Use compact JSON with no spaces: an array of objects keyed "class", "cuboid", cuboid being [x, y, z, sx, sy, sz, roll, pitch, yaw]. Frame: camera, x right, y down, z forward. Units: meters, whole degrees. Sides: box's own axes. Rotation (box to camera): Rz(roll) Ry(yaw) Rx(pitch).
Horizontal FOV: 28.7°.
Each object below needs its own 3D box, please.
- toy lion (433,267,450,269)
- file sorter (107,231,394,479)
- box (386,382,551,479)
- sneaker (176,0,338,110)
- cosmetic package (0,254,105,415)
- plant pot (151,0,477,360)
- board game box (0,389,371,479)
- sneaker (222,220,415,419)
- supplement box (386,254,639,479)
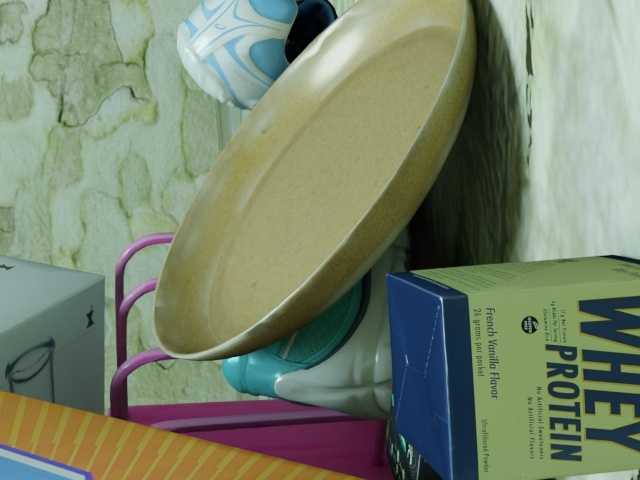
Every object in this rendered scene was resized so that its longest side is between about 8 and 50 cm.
[{"class":"toy lion","cuboid":[0.065,0.058,0.658,0.096,0.034,0.100,-94,3,-66]},{"class":"file sorter","cuboid":[-0.032,0.135,0.787,0.291,0.202,0.182,-107,18,-57]},{"class":"box","cuboid":[0.065,0.080,0.537,0.052,0.062,0.083,-106,14,-51]},{"class":"sneaker","cuboid":[-0.012,-0.116,0.827,0.085,0.086,0.237,65,-165,10]},{"class":"cosmetic package","cuboid":[-0.256,0.198,0.713,0.377,0.097,0.284,-37,-49,-63]},{"class":"plant pot","cuboid":[-0.001,-0.035,0.631,0.236,0.032,0.236,-44,23,24]},{"class":"board game box","cuboid":[-0.120,0.312,0.470,0.356,0.356,0.356,-48,-37,-56]},{"class":"sneaker","cuboid":[0.000,0.000,0.741,0.275,0.110,0.107,-84,-6,-61]},{"class":"supplement box","cuboid":[0.070,0.037,0.395,0.083,0.083,0.056,-156,62,-81]}]
